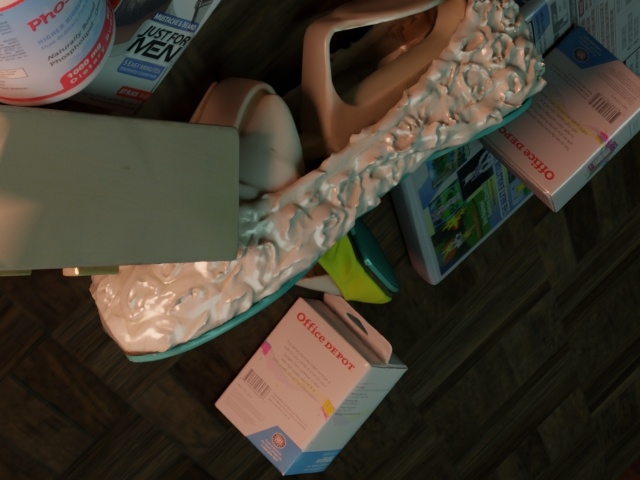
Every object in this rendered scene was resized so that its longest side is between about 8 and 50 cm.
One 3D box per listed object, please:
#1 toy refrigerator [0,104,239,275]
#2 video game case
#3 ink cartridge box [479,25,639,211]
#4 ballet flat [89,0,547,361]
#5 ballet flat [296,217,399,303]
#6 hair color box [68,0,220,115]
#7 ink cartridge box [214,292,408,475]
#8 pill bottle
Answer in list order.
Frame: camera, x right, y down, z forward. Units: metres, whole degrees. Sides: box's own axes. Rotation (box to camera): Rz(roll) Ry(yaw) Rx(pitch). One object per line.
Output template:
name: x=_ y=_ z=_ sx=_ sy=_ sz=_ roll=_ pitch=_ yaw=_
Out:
toy refrigerator: x=-0.151 y=-0.024 z=1.126 sx=0.269 sy=0.102 sz=0.094 roll=-3 pitch=93 yaw=-66
video game case: x=0.177 y=-0.125 z=1.694 sx=0.300 sy=0.036 sz=0.329 roll=-43 pitch=158 yaw=-9
ink cartridge box: x=0.200 y=-0.098 z=1.611 sx=0.122 sy=0.088 sz=0.052 roll=-44 pitch=161 yaw=-4
ballet flat: x=-0.011 y=-0.078 z=1.360 sx=0.409 sy=0.147 sz=0.147 roll=-36 pitch=156 yaw=-31
ballet flat: x=0.000 y=0.000 z=1.562 sx=0.077 sy=0.077 sz=0.231 roll=-25 pitch=155 yaw=4
hair color box: x=-0.097 y=-0.155 z=1.131 sx=0.167 sy=0.053 sz=0.093 roll=-53 pitch=156 yaw=14
ink cartridge box: x=-0.001 y=0.120 z=1.717 sx=0.143 sy=0.092 sz=0.090 roll=-51 pitch=158 yaw=12
pill bottle: x=-0.162 y=-0.138 z=0.995 sx=0.087 sy=0.087 sz=0.160 roll=-43 pitch=158 yaw=-9
